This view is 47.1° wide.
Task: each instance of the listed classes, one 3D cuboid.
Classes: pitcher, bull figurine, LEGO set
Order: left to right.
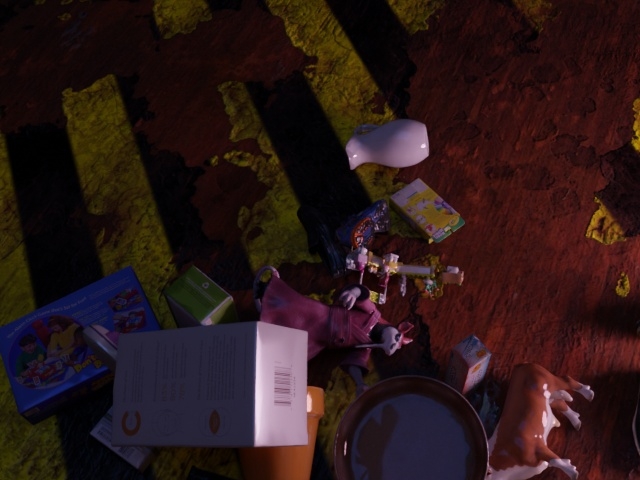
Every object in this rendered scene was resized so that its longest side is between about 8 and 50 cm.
[{"bbox_3d":[0.181,-0.269,1.957,0.207,0.126,0.178,-6,41,14],"label":"pitcher"},{"bbox_3d":[0.187,0.098,1.720,0.286,0.132,0.107,14,74,-13],"label":"LEGO set"},{"bbox_3d":[0.435,0.396,1.505,0.188,0.101,0.311,19,63,12],"label":"bull figurine"}]

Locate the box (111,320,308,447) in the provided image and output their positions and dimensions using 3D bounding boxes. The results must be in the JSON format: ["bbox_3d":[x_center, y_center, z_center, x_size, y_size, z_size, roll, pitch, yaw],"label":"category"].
[{"bbox_3d":[-0.209,0.279,1.383,0.345,0.168,0.215,-9,73,31],"label":"box"}]

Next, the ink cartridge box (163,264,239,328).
[{"bbox_3d":[-0.215,0.200,1.634,0.255,0.189,0.097,35,64,22],"label":"ink cartridge box"}]

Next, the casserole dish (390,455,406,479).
[{"bbox_3d":[0.218,0.468,1.513,0.188,0.037,0.114,3,58,5],"label":"casserole dish"}]

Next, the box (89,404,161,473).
[{"bbox_3d":[-0.389,0.391,1.613,0.145,0.038,0.186,27,64,20],"label":"box"}]

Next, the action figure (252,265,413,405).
[{"bbox_3d":[0.024,0.206,1.653,0.369,0.276,0.248,6,99,-8],"label":"action figure"}]

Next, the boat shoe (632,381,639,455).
[{"bbox_3d":[0.700,0.360,1.519,0.083,0.079,0.233,10,60,9],"label":"boat shoe"}]

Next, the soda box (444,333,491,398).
[{"bbox_3d":[0.307,0.271,1.545,0.063,0.183,0.058,-30,60,-16],"label":"soda box"}]

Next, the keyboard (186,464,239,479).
[{"bbox_3d":[-0.295,0.610,1.467,0.201,0.033,0.317,16,58,7],"label":"keyboard"}]

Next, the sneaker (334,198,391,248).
[{"bbox_3d":[0.105,-0.045,1.799,0.087,0.083,0.221,1,21,31],"label":"sneaker"}]

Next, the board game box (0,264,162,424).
[{"bbox_3d":[-0.550,0.236,1.703,0.347,0.078,0.233,-26,59,-12],"label":"board game box"}]

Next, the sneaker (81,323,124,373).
[{"bbox_3d":[-0.371,0.241,1.608,0.282,0.102,0.161,36,61,-3],"label":"sneaker"}]

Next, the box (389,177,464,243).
[{"bbox_3d":[0.269,-0.069,1.856,0.105,0.043,0.179,-33,58,-16],"label":"box"}]

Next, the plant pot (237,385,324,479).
[{"bbox_3d":[-0.091,0.403,1.498,0.205,0.205,0.188,-3,72,3],"label":"plant pot"}]

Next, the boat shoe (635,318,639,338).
[{"bbox_3d":[0.801,0.171,1.638,0.223,0.080,0.073,-8,51,-7],"label":"boat shoe"}]

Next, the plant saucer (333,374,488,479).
[{"bbox_3d":[0.181,0.429,1.478,0.310,0.050,0.311,-6,63,11],"label":"plant saucer"}]

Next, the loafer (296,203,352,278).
[{"bbox_3d":[0.000,0.000,1.812,0.078,0.076,0.223,-26,62,-21],"label":"loafer"}]
